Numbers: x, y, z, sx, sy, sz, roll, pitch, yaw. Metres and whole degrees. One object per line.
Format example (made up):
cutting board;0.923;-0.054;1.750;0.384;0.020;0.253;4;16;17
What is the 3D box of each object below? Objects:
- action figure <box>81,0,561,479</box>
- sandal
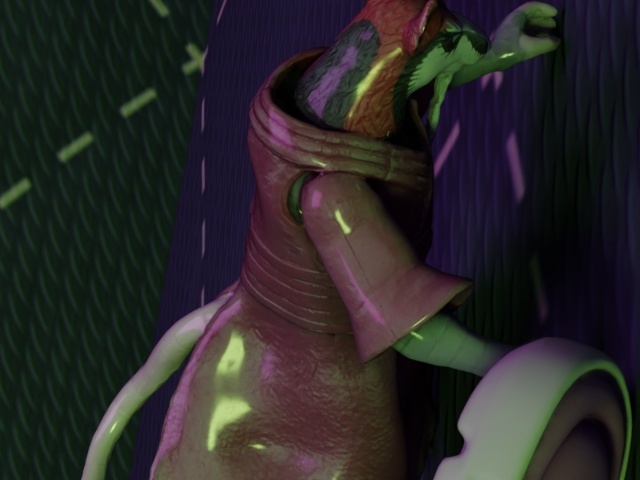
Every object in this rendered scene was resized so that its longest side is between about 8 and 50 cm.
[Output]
action figure;0.000;0.000;0.883;0.248;0.276;0.370;-90;3;-51
sandal;0.078;0.250;0.704;0.102;0.169;0.416;12;93;35
